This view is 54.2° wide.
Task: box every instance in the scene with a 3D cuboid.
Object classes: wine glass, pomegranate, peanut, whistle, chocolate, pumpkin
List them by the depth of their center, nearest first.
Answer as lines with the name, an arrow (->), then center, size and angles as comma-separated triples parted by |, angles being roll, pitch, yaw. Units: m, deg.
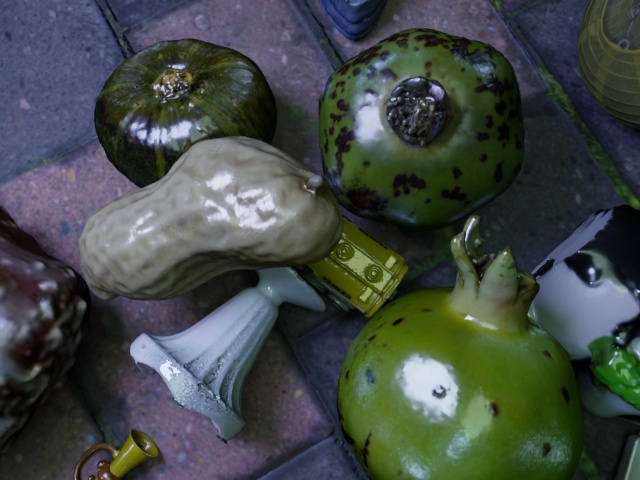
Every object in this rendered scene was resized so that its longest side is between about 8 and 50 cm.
pomegranate -> 0.145, 0.144, 0.658 | 0.261, 0.260, 0.340 | 3, 112, -1
peanut -> -0.119, -0.025, 0.664 | 0.291, 0.143, 0.159 | -15, 56, 19
chocolate -> -0.396, 0.131, 0.695 | 0.210, 0.225, 0.340 | 32, 83, -3
pomegranate -> 0.113, -0.130, 0.731 | 0.255, 0.270, 0.254 | 0, 91, 13
wine glass -> -0.105, 0.111, 0.740 | 0.165, 0.165, 0.196 | 38, 73, 6
whistle -> -0.258, 0.274, 0.756 | 0.109, 0.046, 0.057 | -39, 97, -2
pumpkin -> -0.165, -0.150, 0.782 | 0.224, 0.157, 0.223 | 0, 60, 1

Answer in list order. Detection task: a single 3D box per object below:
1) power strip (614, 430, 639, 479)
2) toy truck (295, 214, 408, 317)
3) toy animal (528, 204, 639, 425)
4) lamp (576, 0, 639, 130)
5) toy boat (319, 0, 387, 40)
power strip -> 0.393, 0.333, 0.762 | 0.082, 0.035, 0.192 | 22, 80, 3
toy truck -> 0.000, 0.000, 0.777 | 0.227, 0.114, 0.098 | 37, 81, 6
toy animal -> 0.363, 0.104, 0.721 | 0.213, 0.212, 0.266 | -37, 76, -8
lamp -> 0.468, -0.248, 0.788 | 0.284, 0.250, 0.250 | 8, 76, -40
toy boat -> 0.047, -0.424, 0.882 | 0.127, 0.078, 0.282 | 1, 78, -4
